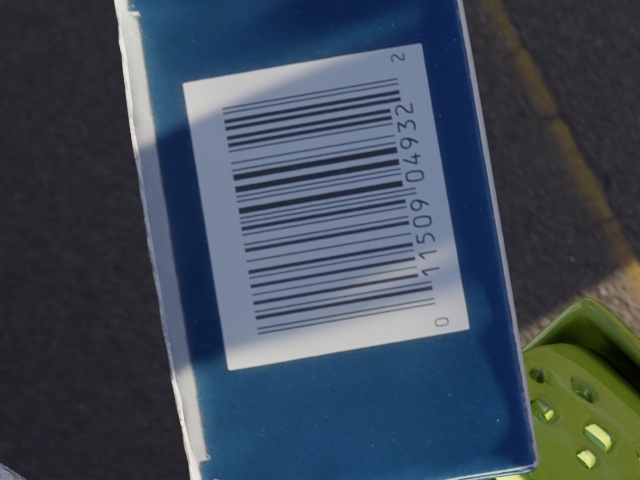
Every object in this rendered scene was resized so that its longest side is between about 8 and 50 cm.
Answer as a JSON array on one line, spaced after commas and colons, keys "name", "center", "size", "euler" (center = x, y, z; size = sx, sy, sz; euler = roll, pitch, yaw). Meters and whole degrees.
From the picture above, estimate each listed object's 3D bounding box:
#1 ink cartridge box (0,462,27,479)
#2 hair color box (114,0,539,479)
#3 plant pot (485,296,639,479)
[{"name": "ink cartridge box", "center": [-0.264, 0.274, 1.062], "size": [0.168, 0.171, 0.233], "euler": [16, 120, 49]}, {"name": "hair color box", "center": [0.000, 0.000, 0.634], "size": [0.105, 0.347, 0.174], "euler": [-9, 87, 0]}, {"name": "plant pot", "center": [0.144, 0.185, 0.986], "size": [0.228, 0.207, 0.227], "euler": [45, 132, 5]}]
